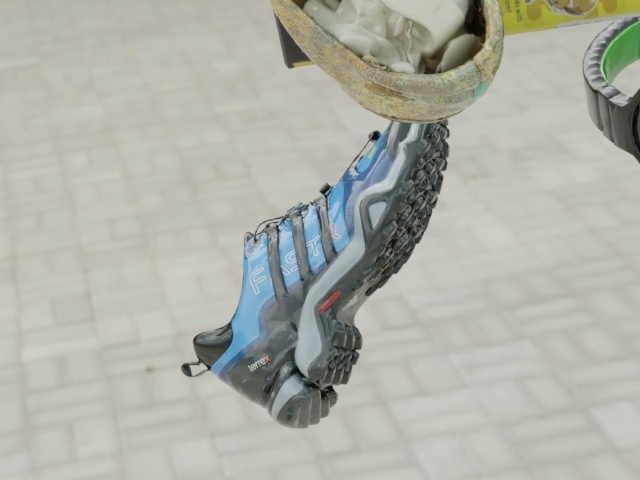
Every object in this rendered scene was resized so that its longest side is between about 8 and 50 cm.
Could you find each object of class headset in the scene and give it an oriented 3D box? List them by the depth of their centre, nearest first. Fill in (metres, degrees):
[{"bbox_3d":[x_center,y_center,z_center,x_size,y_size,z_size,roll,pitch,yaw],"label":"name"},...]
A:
[{"bbox_3d":[0.403,-0.101,1.443,0.243,0.185,0.394,-23,34,-13],"label":"headset"}]

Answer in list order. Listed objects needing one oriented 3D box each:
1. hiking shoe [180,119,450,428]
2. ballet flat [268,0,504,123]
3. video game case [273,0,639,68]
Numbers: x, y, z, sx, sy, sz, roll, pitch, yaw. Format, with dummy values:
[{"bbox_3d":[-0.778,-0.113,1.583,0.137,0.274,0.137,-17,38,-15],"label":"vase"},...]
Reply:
[{"bbox_3d":[0.000,0.000,1.339,0.132,0.304,0.113,26,-6,18],"label":"hiking shoe"},{"bbox_3d":[-0.028,-0.202,0.859,0.123,0.348,0.123,-42,10,10],"label":"ballet flat"},{"bbox_3d":[0.074,-0.250,0.943,0.248,0.274,0.035,-7,24,11],"label":"video game case"}]
